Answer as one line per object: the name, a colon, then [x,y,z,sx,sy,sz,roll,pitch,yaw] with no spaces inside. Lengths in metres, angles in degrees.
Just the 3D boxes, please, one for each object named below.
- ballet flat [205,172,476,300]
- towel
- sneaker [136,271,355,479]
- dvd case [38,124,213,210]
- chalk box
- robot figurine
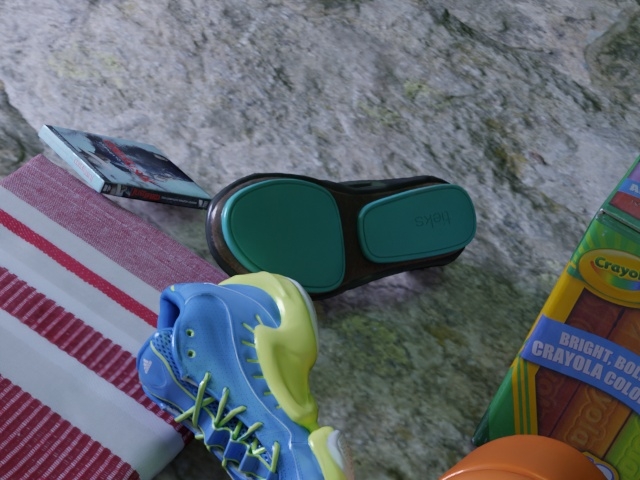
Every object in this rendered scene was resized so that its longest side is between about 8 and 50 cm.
ballet flat: [0.000,0.000,1.343,0.280,0.096,0.095,-1,83,-44]
towel: [-0.189,0.077,1.180,0.237,0.037,0.329,33,37,11]
sneaker: [-0.057,0.120,1.131,0.126,0.091,0.240,8,44,-22]
dvd case: [-0.148,-0.055,1.361,0.119,0.013,0.087,8,26,-49]
chalk box: [0.264,0.046,1.248,0.180,0.289,0.179,30,35,11]
robot figurine: [0.115,0.192,1.083,0.158,0.128,0.219,17,9,16]
